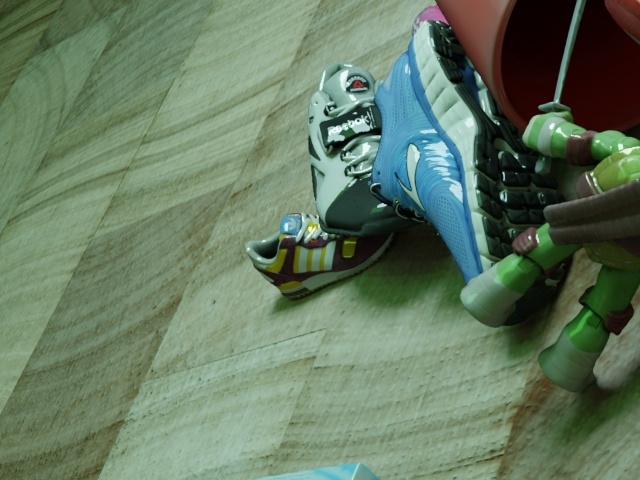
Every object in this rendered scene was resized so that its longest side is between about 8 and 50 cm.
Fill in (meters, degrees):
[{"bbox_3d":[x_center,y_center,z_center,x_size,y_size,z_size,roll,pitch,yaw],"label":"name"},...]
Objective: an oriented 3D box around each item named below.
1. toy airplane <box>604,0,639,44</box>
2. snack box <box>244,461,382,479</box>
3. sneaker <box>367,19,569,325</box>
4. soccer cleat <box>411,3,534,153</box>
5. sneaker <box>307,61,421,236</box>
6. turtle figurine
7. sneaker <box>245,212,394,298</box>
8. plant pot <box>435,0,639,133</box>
[{"bbox_3d":[0.422,-0.179,1.303,0.386,0.384,0.272,-55,-23,-57],"label":"toy airplane"},{"bbox_3d":[-0.084,0.317,1.627,0.322,0.060,0.187,-17,40,46],"label":"snack box"},{"bbox_3d":[0.135,-0.051,1.679,0.147,0.130,0.330,-44,47,36],"label":"sneaker"},{"bbox_3d":[0.143,-0.161,1.877,0.143,0.116,0.331,-46,26,7],"label":"soccer cleat"},{"bbox_3d":[0.038,-0.107,1.875,0.122,0.146,0.330,-13,23,-6],"label":"sneaker"},{"bbox_3d":[0.256,-0.024,1.450,0.266,0.198,0.274,-53,28,25],"label":"turtle figurine"},{"bbox_3d":[0.000,0.000,1.908,0.185,0.084,0.069,-29,31,32],"label":"sneaker"},{"bbox_3d":[0.223,-0.269,1.650,0.275,0.275,0.243,-43,47,9],"label":"plant pot"}]
